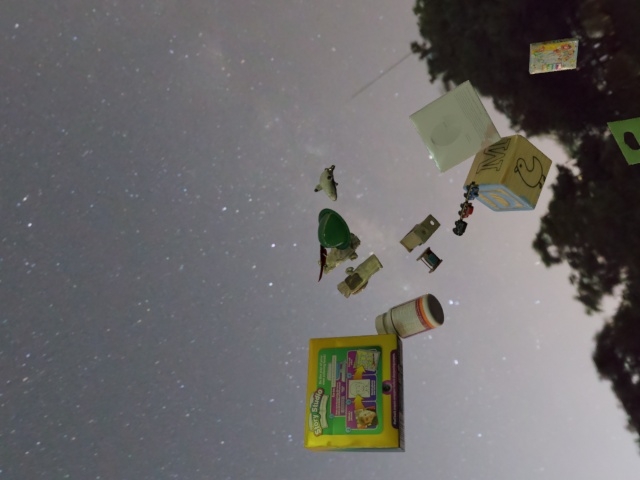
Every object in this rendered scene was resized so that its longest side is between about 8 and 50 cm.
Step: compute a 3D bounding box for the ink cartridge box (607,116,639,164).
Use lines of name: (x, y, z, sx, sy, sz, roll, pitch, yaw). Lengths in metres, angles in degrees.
ink cartridge box: (0.849, -0.273, 1.333, 0.056, 0.235, 0.171, 74, -167, -47)

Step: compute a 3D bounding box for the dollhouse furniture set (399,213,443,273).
dollhouse furniture set: (0.451, 0.014, 2.266, 0.184, 0.129, 0.129, 46, -116, 0)

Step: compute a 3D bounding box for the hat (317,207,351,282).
hat: (0.000, 0.000, 2.099, 0.183, 0.173, 0.208, -30, -122, -33)

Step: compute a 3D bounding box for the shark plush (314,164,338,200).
shark plush: (0.027, -0.183, 1.723, 0.067, 0.073, 0.161, 34, -157, -19)

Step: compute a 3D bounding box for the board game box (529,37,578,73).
board game box: (0.821, -0.651, 1.943, 0.026, 0.154, 0.103, -79, -20, -47)

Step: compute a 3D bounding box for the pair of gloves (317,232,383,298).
pair of gloves: (0.119, 0.100, 2.192, 0.240, 0.204, 0.042, 49, -171, 36)

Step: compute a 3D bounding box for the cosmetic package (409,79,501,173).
cosmetic package: (0.452, -0.385, 1.871, 0.224, 0.224, 0.138, 59, -166, -7)

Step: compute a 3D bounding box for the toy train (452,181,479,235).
toy train: (0.391, -0.082, 1.475, 0.027, 0.158, 0.036, -6, -149, -30)

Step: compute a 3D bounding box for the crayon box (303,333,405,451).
crayon box: (0.113, 0.504, 1.822, 0.106, 0.313, 0.363, 53, -145, -55)

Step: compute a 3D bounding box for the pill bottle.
pill bottle: (0.308, 0.274, 1.919, 0.121, 0.221, 0.121, 33, -137, -38)

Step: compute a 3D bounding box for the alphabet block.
alphabet block: (0.651, -0.229, 1.925, 0.192, 0.193, 0.197, 29, -102, -27)
